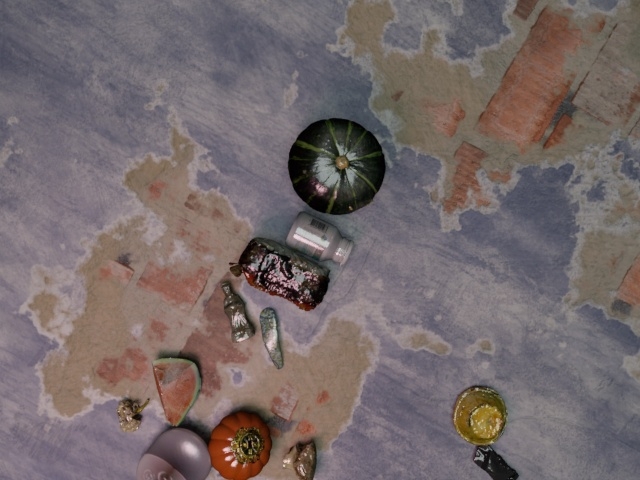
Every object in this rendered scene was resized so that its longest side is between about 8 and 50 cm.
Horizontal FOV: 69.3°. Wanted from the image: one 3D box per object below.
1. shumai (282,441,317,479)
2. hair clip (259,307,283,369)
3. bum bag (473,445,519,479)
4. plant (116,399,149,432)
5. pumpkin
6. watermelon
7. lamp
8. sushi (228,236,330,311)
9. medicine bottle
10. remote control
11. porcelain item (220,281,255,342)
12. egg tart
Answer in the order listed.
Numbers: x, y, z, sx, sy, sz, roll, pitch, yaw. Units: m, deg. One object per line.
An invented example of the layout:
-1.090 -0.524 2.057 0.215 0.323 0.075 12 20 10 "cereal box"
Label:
-0.075 0.787 1.643 0.116 0.145 0.145 4 93 10 "shumai"
-0.172 0.356 1.659 0.066 0.036 0.229 -12 93 6 "hair clip"
0.640 0.828 1.688 0.087 0.049 0.197 -45 92 -3 "bum bag"
-0.669 0.618 1.660 0.122 0.104 0.116 -26 134 -29 "plant"
0.054 -0.242 1.528 0.323 0.241 0.323 0 95 0 "pumpkin"
-0.498 0.517 1.642 0.146 0.128 0.231 -16 110 -27 "watermelon"
-0.275 0.708 1.598 0.223 0.196 0.223 13 62 -25 "lamp"
-0.135 0.110 1.569 0.343 0.196 0.182 24 85 -2 "sushi"
0.000 0.000 1.592 0.215 0.135 0.135 26 92 -2 "medicine bottle"
-0.515 0.797 1.625 0.221 0.103 0.332 38 105 1 "remote control"
-0.301 0.249 1.643 0.081 0.069 0.215 -18 88 5 "porcelain item"
0.581 0.637 1.661 0.213 0.090 0.212 0 90 -4 "egg tart"
